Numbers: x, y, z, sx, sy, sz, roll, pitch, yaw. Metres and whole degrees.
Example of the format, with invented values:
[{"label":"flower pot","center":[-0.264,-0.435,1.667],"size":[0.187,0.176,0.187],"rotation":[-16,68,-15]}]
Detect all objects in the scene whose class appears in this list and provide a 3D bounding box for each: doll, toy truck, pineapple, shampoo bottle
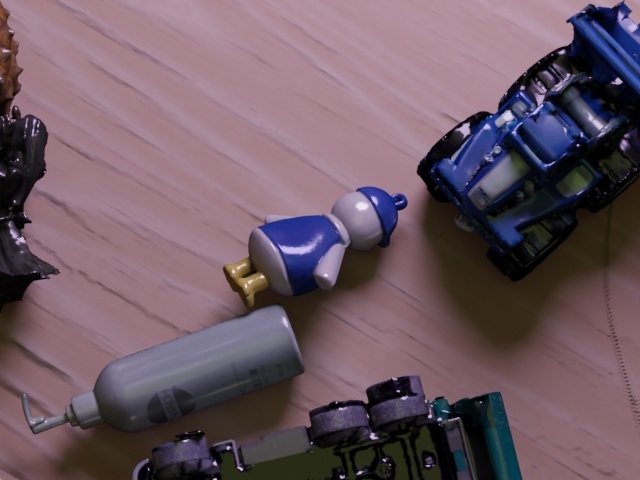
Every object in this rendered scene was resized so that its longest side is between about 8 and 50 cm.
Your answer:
[{"label":"doll","center":[0.000,0.000,1.328],"size":[0.143,0.057,0.099],"rotation":[-28,38,-16]},{"label":"toy truck","center":[0.177,-0.081,1.316],"size":[0.208,0.126,0.113],"rotation":[-40,80,-10]},{"label":"toy truck","center":[0.007,0.167,1.260],"size":[0.253,0.124,0.114],"rotation":[-13,77,-2]},{"label":"pineapple","center":[-0.252,-0.064,1.326],"size":[0.111,0.119,0.237],"rotation":[-8,78,-48]},{"label":"shampoo bottle","center":[-0.110,0.100,1.309],"size":[0.195,0.056,0.056],"rotation":[-20,78,-4]}]

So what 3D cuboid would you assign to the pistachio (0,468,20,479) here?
[{"label":"pistachio","center":[-0.215,0.227,1.234],"size":[0.153,0.138,0.238],"rotation":[-26,78,-17]}]
